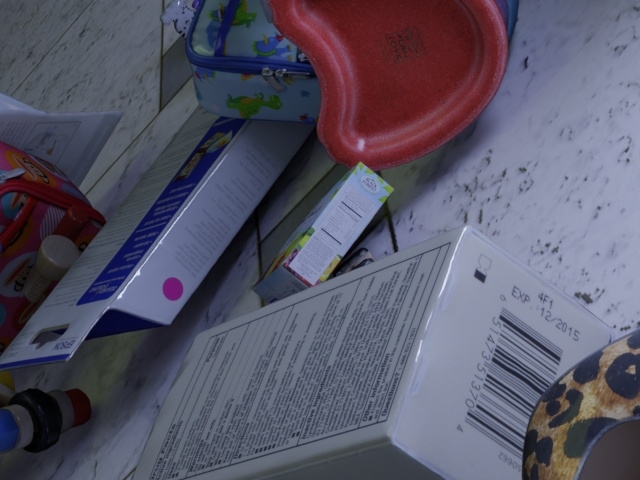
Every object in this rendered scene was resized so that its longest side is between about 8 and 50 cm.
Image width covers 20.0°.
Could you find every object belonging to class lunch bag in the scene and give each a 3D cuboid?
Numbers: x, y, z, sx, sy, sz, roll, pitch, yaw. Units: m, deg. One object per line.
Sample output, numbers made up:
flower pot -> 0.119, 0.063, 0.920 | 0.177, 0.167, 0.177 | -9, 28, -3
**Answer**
lunch bag -> -0.387, 0.030, 1.887 | 0.293, 0.258, 0.120 | -49, 61, 8
lunch bag -> -0.021, -0.202, 1.602 | 0.176, 0.090, 0.219 | 6, 50, 14

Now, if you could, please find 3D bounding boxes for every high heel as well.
high heel -> 0.154, 0.157, 0.869 | 0.261, 0.093, 0.186 | -49, 34, 5

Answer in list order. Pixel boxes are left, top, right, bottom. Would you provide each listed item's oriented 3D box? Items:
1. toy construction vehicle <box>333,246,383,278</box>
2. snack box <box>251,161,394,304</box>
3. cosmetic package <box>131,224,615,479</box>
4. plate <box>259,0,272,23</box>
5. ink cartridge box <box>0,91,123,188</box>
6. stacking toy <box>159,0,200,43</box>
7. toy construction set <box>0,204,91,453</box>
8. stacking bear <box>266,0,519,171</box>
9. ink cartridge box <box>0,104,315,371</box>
toy construction vehicle -> 0.030, 0.049, 1.325 | 0.098, 0.035, 0.086 | -42, 24, 8
snack box -> 0.000, 0.000, 1.384 | 0.100, 0.037, 0.141 | -52, 4, -14
cosmetic package -> 0.022, 0.115, 1.112 | 0.296, 0.129, 0.153 | -22, 40, 52
plate -> -0.026, -0.349, 1.372 | 0.278, 0.045, 0.277 | 72, -157, -62
ink cartridge box -> -0.428, -0.049, 1.935 | 0.091, 0.385, 0.308 | 47, 117, 23
stacking toy -> -0.087, -0.298, 2.048 | 0.221, 0.052, 0.167 | -51, 24, 4
toy construction set -> -0.342, 0.122, 1.766 | 0.237, 0.257, 0.309 | -52, -2, 40
stacking bear -> 0.078, -0.204, 1.440 | 0.164, 0.175, 0.289 | -14, 25, 16
ink cartridge box -> -0.139, -0.010, 1.633 | 0.371, 0.069, 0.176 | -52, 20, -26
